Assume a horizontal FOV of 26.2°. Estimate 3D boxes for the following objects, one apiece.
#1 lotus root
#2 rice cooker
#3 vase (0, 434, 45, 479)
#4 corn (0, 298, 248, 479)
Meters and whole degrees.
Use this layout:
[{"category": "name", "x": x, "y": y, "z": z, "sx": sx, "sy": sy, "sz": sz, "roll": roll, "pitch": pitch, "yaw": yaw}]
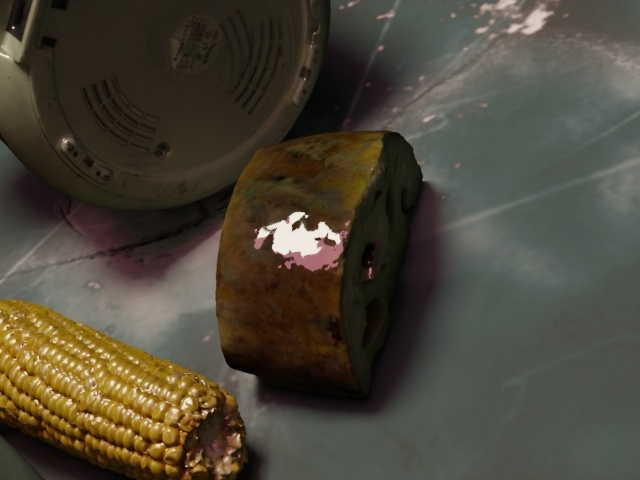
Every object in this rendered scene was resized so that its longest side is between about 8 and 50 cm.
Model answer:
[{"category": "lotus root", "x": 0.000, "y": 0.000, "z": 1.040, "sx": 0.119, "sy": 0.138, "sz": 0.235, "roll": 1, "pitch": 42, "yaw": 17}, {"category": "rice cooker", "x": -0.189, "y": -0.211, "z": 1.208, "sx": 0.335, "sy": 0.335, "sz": 0.325, "roll": -38, "pitch": 41, "yaw": -11}, {"category": "vase", "x": -0.249, "y": 0.209, "z": 0.829, "sx": 0.245, "sy": 0.291, "sz": 0.245, "roll": -17, "pitch": 42, "yaw": 16}, {"category": "corn", "x": -0.174, "y": 0.115, "z": 1.029, "sx": 0.293, "sy": 0.106, "sz": 0.106, "roll": 15, "pitch": 56, "yaw": 41}]
